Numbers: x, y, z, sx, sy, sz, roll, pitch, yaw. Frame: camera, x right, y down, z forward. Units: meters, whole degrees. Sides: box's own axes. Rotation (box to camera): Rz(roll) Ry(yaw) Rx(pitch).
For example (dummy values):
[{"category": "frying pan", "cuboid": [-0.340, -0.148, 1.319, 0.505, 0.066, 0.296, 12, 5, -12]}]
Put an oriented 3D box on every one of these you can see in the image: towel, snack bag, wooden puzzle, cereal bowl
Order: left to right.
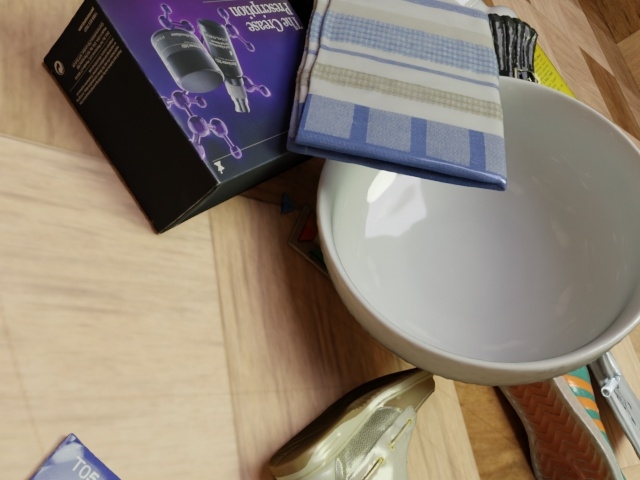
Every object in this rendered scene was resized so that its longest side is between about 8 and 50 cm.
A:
[{"category": "wooden puzzle", "cuboid": [0.000, 0.000, 0.668, 0.116, 0.014, 0.079, 36, 43, -25]}, {"category": "towel", "cuboid": [0.081, -0.171, 0.618, 0.209, 0.034, 0.285, 10, 51, -4]}, {"category": "cereal bowl", "cuboid": [0.162, -0.005, 0.631, 0.338, 0.141, 0.339, -1, 58, 1]}, {"category": "snack bag", "cuboid": [0.440, 0.172, 0.944, 0.343, 0.037, 0.323, 64, 22, 8]}]

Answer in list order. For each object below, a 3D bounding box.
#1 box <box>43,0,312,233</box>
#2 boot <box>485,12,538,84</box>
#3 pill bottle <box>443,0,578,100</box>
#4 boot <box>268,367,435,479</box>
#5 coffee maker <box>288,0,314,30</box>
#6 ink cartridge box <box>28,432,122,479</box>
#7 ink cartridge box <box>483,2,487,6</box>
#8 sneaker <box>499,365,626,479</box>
[{"category": "box", "cuboid": [-0.095, -0.145, 0.596, 0.184, 0.103, 0.261, 58, 38, -4]}, {"category": "boot", "cuboid": [0.299, -0.167, 0.866, 0.347, 0.131, 0.260, 14, 63, -30]}, {"category": "pill bottle", "cuboid": [0.289, -0.262, 1.017, 0.334, 0.188, 0.188, 50, 39, -10]}, {"category": "boot", "cuboid": [0.064, 0.217, 0.542, 0.213, 0.077, 0.165, -21, 83, -49]}, {"category": "coffee maker", "cuboid": [0.028, -0.310, 0.822, 0.171, 0.120, 0.178, 52, 38, -6]}, {"category": "ink cartridge box", "cuboid": [-0.126, 0.258, 0.331, 0.223, 0.045, 0.224, 48, 39, -12]}, {"category": "ink cartridge box", "cuboid": [0.325, -0.384, 1.237, 0.324, 0.071, 0.330, 32, 44, -29]}, {"category": "sneaker", "cuboid": [0.322, 0.223, 0.789, 0.121, 0.108, 0.302, -10, 72, -45]}]
